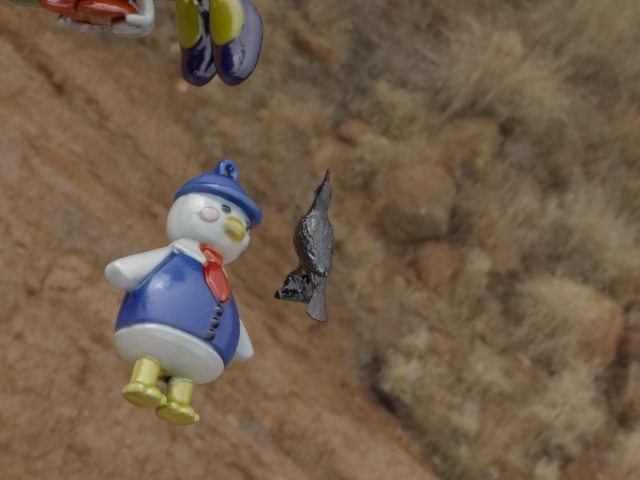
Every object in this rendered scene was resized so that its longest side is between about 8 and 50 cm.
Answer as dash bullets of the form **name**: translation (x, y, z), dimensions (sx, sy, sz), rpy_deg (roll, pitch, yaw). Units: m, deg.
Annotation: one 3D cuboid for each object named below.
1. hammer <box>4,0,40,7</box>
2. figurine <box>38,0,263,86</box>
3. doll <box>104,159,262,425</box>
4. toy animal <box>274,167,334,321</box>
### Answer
- **hammer**: translation (-0.452, -0.301, 1.664), dimensions (0.206, 0.118, 0.336), rpy_deg (29, 46, 33)
- **figurine**: translation (-0.220, -0.319, 1.600), dimensions (0.421, 0.154, 0.193), rpy_deg (24, 81, -43)
- **doll**: translation (-0.064, 0.021, 0.736), dimensions (0.099, 0.058, 0.142), rpy_deg (39, 53, -36)
- **toy animal**: translation (-0.005, 0.006, 1.869), dimensions (0.070, 0.105, 0.202), rpy_deg (15, 77, -22)
